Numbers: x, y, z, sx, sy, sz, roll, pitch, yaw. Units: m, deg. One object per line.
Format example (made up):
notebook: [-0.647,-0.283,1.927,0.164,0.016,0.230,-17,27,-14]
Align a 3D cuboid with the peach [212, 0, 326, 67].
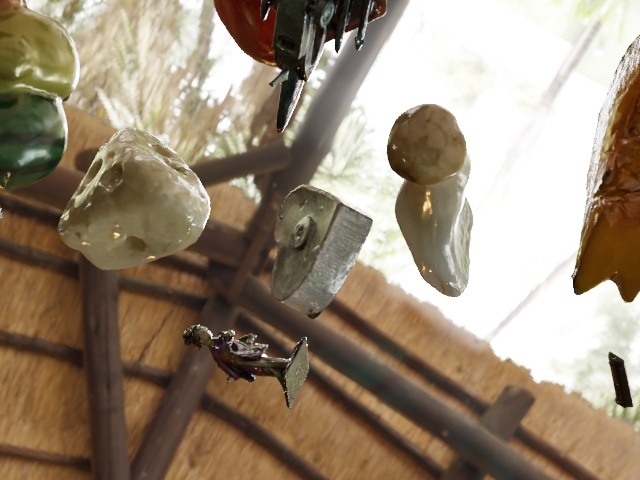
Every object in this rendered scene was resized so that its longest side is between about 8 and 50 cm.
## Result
peach: [-0.089,-0.472,1.726,0.245,0.248,0.275,21,-131,-69]

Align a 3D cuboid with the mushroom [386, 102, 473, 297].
mushroom: [0.162,-0.053,1.227,0.159,0.122,0.329,58,175,27]

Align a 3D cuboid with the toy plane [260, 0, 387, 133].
toy plane: [-0.030,-0.284,1.229,0.223,0.326,0.104,28,-150,17]

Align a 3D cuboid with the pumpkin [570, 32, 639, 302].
pumpkin: [0.324,-0.073,0.835,0.130,0.254,0.149,12,-152,5]

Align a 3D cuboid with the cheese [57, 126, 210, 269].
cheese: [-0.293,-0.088,1.526,0.247,0.251,0.173,-5,144,42]

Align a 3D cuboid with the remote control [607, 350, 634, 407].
remote control: [0.405,0.191,1.223,0.034,0.016,0.091,39,155,56]

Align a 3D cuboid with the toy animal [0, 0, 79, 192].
toy animal: [-0.466,-0.241,1.377,0.191,0.338,0.216,-3,-172,-31]

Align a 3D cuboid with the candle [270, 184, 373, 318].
candle: [0.000,0.000,1.250,0.068,0.168,0.192,25,-132,-30]

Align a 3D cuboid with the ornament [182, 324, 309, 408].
ornament: [-0.120,0.167,1.357,0.203,0.081,0.088,20,-134,14]

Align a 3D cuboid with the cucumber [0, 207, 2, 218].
cucumber: [-0.377,-0.074,0.984,0.032,0.133,0.032,0,-136,0]
